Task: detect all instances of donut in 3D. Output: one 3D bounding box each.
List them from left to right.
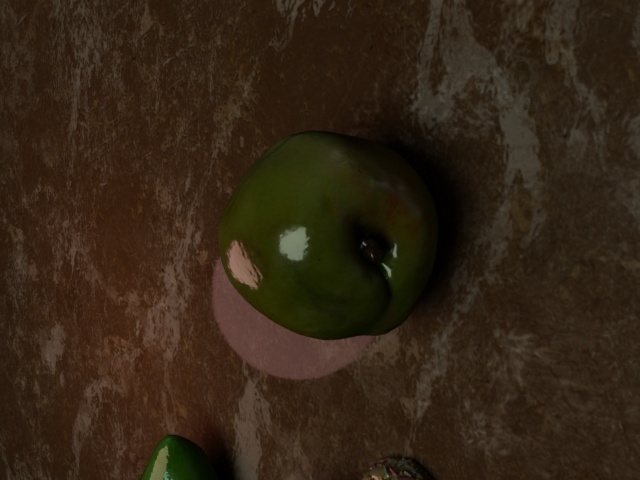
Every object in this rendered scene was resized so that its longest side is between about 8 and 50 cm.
[{"bbox_3d":[0.122,0.434,1.282,0.174,0.068,0.175,13,109,42],"label":"donut"}]

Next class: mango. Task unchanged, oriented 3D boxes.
[{"bbox_3d":[-0.309,0.572,1.660,0.225,0.201,0.382,31,118,49],"label":"mango"}]

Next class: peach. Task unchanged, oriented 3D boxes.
[{"bbox_3d":[0.003,-0.004,1.150,0.315,0.281,0.314,25,122,48],"label":"peach"}]
